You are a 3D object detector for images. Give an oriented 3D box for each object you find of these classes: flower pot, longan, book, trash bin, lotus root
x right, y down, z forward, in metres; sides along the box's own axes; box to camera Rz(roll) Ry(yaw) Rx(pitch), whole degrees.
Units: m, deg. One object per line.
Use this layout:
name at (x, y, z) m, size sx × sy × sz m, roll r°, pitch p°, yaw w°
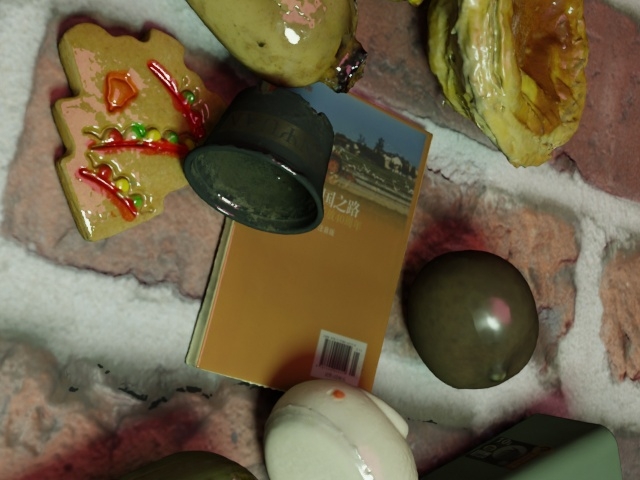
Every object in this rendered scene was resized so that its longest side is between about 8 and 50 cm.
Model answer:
flower pot at (-0.056, -0.092, 1.068) m, size 0.157 × 0.157 × 0.106 m, roll 37°, pitch 59°, yaw -31°
longan at (0.193, 0.098, 1.266) m, size 0.189 × 0.189 × 0.189 m, roll 0°, pitch 90°, yaw -37°
book at (0.000, 0.000, 1.206) m, size 0.263 × 0.028 × 0.373 m, roll 21°, pitch 78°, yaw -34°
trash bin at (0.233, 0.389, 1.299) m, size 0.344 × 0.158 × 0.222 m, roll -16°, pitch 99°, yaw -35°
lotus root at (-0.056, -0.274, 1.090) m, size 0.284 × 0.146 × 0.160 m, roll 45°, pitch 83°, yaw -12°

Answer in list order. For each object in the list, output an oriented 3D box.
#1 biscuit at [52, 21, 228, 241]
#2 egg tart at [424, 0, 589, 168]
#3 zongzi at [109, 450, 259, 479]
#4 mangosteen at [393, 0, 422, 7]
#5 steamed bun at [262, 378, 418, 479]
biscuit at (-0.198, -0.109, 1.052) m, size 0.212 × 0.041 × 0.238 m, roll 27°, pitch 73°, yaw -36°
egg tart at (0.237, -0.263, 1.298) m, size 0.352 × 0.150 × 0.351 m, roll -7°, pitch 98°, yaw -55°
zongzi at (-0.174, 0.423, 0.976) m, size 0.356 × 0.174 × 0.392 m, roll -22°, pitch 103°, yaw -30°
mangosteen at (0.076, -0.366, 1.215) m, size 0.146 × 0.181 × 0.155 m, roll 16°, pitch 55°, yaw 6°
steamed bun at (0.032, 0.256, 1.141) m, size 0.131 × 0.177 × 0.228 m, roll -37°, pitch 107°, yaw -44°
